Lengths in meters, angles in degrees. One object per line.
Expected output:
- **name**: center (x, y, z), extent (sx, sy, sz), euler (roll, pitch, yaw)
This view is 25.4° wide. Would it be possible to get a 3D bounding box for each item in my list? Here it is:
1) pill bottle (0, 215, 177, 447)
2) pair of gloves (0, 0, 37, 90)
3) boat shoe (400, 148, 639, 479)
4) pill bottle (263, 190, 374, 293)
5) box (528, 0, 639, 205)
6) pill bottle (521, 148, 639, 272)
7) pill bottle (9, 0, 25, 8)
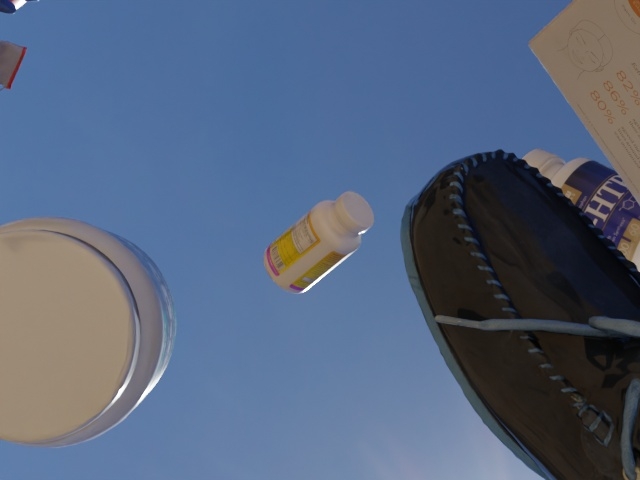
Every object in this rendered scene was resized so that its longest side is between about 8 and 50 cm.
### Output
- **pill bottle**: center (-0.241, 0.081, 1.298), extent (0.361, 0.204, 0.204), euler (159, -71, -87)
- **pair of gloves**: center (-0.330, -0.212, 1.274), extent (0.198, 0.159, 0.023), euler (-61, -150, 30)
- **boat shoe**: center (0.137, 0.063, 0.512), extent (0.258, 0.109, 0.089), euler (49, -37, 6)
- **pill bottle**: center (0.000, 0.000, 1.011), extent (0.083, 0.043, 0.043), euler (-39, -118, 34)
- **box**: center (0.220, -0.112, 0.818), extent (0.130, 0.091, 0.170), euler (56, -20, 3)
- **pill bottle**: center (0.303, -0.028, 1.570), extent (0.187, 0.112, 0.112), euler (29, -67, 31)
- **pill bottle**: center (-0.257, -0.306, 1.311), extent (0.180, 0.108, 0.108), euler (-37, -120, 12)
